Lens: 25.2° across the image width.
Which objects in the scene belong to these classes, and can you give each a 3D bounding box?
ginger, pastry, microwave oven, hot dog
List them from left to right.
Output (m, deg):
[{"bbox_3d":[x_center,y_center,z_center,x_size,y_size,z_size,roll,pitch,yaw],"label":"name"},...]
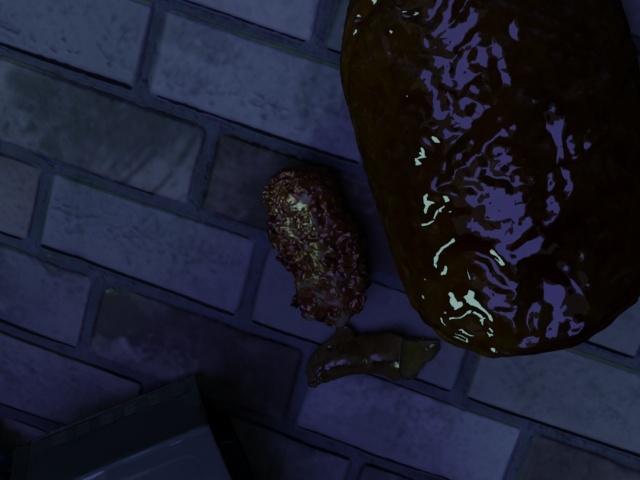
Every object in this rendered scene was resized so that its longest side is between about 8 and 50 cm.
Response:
[{"bbox_3d":[-0.161,0.322,1.465,0.238,0.181,0.295,-23,105,-4],"label":"microwave oven"},{"bbox_3d":[0.002,0.000,1.395,0.087,0.063,0.169,-6,113,25],"label":"pastry"},{"bbox_3d":[0.050,0.116,1.435,0.137,0.044,0.057,-5,127,17],"label":"ginger"},{"bbox_3d":[0.156,-0.092,1.266,0.267,0.174,0.387,-12,103,14],"label":"hot dog"}]

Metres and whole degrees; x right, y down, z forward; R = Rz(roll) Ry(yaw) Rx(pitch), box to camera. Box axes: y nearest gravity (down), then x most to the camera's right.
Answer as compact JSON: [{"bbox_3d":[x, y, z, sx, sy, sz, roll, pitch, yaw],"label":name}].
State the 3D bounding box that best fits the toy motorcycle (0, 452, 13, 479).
[{"bbox_3d":[-0.360,0.337,1.446,0.172,0.416,0.232,-6,101,-14],"label":"toy motorcycle"}]
